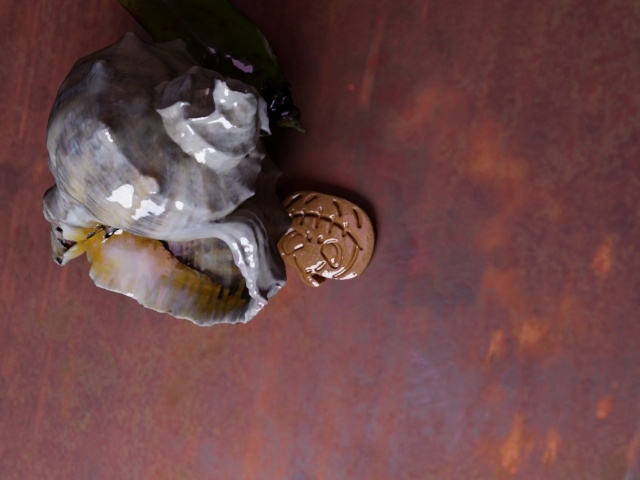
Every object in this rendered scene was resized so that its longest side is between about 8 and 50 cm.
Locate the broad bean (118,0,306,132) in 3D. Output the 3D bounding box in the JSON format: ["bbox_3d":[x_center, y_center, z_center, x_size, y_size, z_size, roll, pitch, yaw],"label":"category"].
[{"bbox_3d":[-0.123,-0.204,0.659,0.077,0.061,0.339,-40,80,6],"label":"broad bean"}]

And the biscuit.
[{"bbox_3d":[0.000,0.000,0.646,0.091,0.015,0.078,14,94,17],"label":"biscuit"}]

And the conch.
[{"bbox_3d":[-0.113,-0.050,0.604,0.210,0.291,0.159,34,64,-22],"label":"conch"}]
